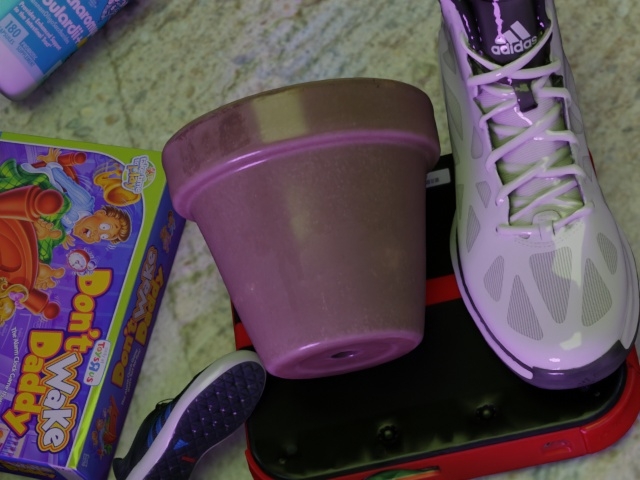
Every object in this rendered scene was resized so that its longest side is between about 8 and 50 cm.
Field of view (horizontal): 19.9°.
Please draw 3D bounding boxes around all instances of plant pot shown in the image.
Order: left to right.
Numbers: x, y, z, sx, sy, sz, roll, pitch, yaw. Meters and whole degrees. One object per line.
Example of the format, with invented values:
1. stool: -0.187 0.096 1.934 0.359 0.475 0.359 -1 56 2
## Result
1. plant pot: 0.000 0.000 1.695 0.263 0.263 0.229 -14 74 9

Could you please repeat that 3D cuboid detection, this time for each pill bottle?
1. pill bottle: -0.289 -0.288 2.004 0.264 0.146 0.146 -45 62 -7

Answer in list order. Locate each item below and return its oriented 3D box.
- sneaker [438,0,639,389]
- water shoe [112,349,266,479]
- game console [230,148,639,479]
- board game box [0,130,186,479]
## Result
1. sneaker: 0.170 -0.097 1.676 0.169 0.257 0.447 -15 57 8
2. water shoe: -0.135 0.171 1.755 0.203 0.073 0.080 -50 39 11
3. game console: 0.101 0.074 1.784 0.387 0.060 0.342 -13 57 9
4. board game box: -0.290 0.065 1.876 0.233 0.078 0.347 7 68 19
